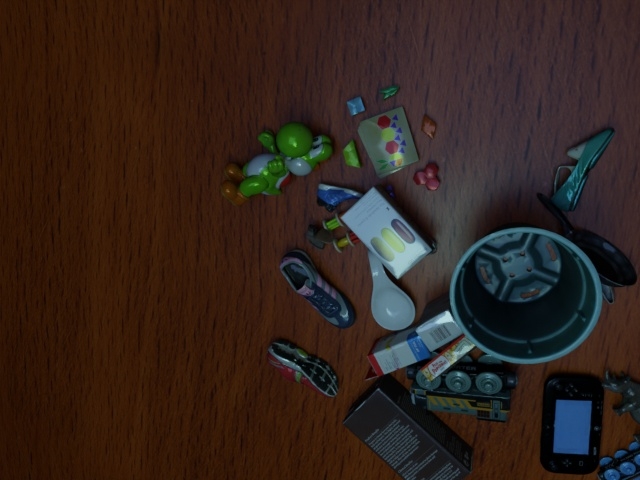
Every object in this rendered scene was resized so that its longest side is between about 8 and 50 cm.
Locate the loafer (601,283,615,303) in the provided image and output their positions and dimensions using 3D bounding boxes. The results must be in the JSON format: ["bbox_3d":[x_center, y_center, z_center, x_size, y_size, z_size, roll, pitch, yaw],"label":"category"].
[{"bbox_3d":[0.795,0.120,1.512,0.045,0.039,0.125,-26,93,22],"label":"loafer"}]

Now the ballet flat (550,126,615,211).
[{"bbox_3d":[0.696,-0.200,1.456,0.087,0.083,0.247,30,108,25],"label":"ballet flat"}]

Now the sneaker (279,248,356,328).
[{"bbox_3d":[-0.019,0.173,1.738,0.319,0.131,0.112,46,111,4],"label":"sneaker"}]

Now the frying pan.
[{"bbox_3d":[0.697,0.015,1.447,0.326,0.197,0.053,35,130,9],"label":"frying pan"}]

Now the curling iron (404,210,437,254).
[{"bbox_3d":[0.253,-0.057,1.651,0.068,0.035,0.274,-42,87,21],"label":"curling iron"}]

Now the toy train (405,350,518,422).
[{"bbox_3d":[0.431,0.452,1.657,0.334,0.142,0.190,0,111,18],"label":"toy train"}]

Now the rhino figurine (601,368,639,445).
[{"bbox_3d":[0.892,0.467,1.539,0.106,0.073,0.243,-36,87,12],"label":"rhino figurine"}]

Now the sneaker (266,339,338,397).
[{"bbox_3d":[-0.062,0.450,1.846,0.279,0.107,0.118,33,128,12],"label":"sneaker"}]

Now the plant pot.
[{"bbox_3d":[0.530,0.102,1.437,0.341,0.334,0.341,4,103,16],"label":"plant pot"}]

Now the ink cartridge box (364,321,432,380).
[{"bbox_3d":[0.235,0.345,1.692,0.231,0.134,0.078,-27,93,21],"label":"ink cartridge box"}]

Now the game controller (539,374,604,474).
[{"bbox_3d":[0.748,0.551,1.607,0.167,0.067,0.319,1,103,18],"label":"game controller"}]

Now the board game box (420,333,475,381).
[{"bbox_3d":[0.383,0.311,1.504,0.193,0.147,0.045,-45,68,17],"label":"board game box"}]

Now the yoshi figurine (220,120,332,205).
[{"bbox_3d":[-0.148,-0.257,1.657,0.362,0.203,0.203,-22,88,18],"label":"yoshi figurine"}]

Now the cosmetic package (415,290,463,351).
[{"bbox_3d":[0.360,0.226,1.573,0.117,0.231,0.085,-35,90,21],"label":"cosmetic package"}]

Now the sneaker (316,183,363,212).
[{"bbox_3d":[0.059,-0.125,1.685,0.152,0.058,0.084,13,100,19],"label":"sneaker"}]

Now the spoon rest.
[{"bbox_3d":[0.206,0.154,1.687,0.137,0.084,0.276,-17,95,21],"label":"spoon rest"}]

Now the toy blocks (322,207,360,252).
[{"bbox_3d":[0.097,-0.045,1.694,0.148,0.054,0.123,-27,93,21],"label":"toy blocks"}]

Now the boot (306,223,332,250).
[{"bbox_3d":[0.000,0.000,1.716,0.118,0.042,0.087,39,154,35],"label":"boot"}]

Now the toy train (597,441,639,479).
[{"bbox_3d":[0.911,0.670,1.576,0.184,0.080,0.105,-41,93,21],"label":"toy train"}]

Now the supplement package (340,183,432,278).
[{"bbox_3d":[0.198,-0.030,1.577,0.139,0.134,0.244,-44,88,16],"label":"supplement package"}]

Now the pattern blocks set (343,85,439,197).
[{"bbox_3d":[0.208,-0.291,1.615,0.286,0.026,0.324,-8,97,17],"label":"pattern blocks set"}]

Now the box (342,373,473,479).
[{"bbox_3d":[0.282,0.634,1.740,0.381,0.143,0.191,42,111,4],"label":"box"}]
